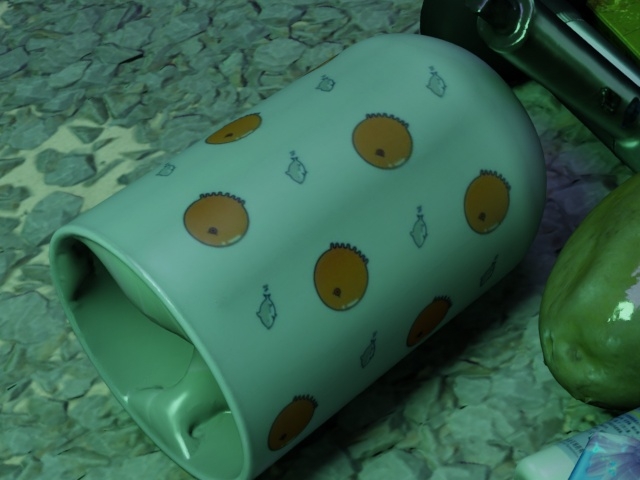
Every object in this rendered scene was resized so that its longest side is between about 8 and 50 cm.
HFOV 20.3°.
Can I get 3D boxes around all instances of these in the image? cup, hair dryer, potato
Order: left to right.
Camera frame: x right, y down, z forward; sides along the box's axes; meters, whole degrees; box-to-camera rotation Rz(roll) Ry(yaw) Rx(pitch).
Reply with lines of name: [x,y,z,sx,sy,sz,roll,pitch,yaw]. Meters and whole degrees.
cup: [0.000,0.000,1.260,0.317,0.212,0.212,-35,43,-24]
hair dryer: [0.183,-0.166,1.343,0.155,0.284,0.320,-39,43,-1]
potato: [0.246,0.024,1.190,0.235,0.178,0.160,-36,79,-23]

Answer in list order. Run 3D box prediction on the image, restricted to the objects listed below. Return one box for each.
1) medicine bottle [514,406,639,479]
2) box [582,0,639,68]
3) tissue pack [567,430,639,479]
medicine bottle: [0.221,0.147,1.097,0.186,0.103,0.103,-22,40,-7]
box: [0.316,-0.209,1.535,0.173,0.043,0.311,-22,40,-8]
tissue pack: [0.161,0.260,0.909,0.146,0.198,0.263,9,45,30]
